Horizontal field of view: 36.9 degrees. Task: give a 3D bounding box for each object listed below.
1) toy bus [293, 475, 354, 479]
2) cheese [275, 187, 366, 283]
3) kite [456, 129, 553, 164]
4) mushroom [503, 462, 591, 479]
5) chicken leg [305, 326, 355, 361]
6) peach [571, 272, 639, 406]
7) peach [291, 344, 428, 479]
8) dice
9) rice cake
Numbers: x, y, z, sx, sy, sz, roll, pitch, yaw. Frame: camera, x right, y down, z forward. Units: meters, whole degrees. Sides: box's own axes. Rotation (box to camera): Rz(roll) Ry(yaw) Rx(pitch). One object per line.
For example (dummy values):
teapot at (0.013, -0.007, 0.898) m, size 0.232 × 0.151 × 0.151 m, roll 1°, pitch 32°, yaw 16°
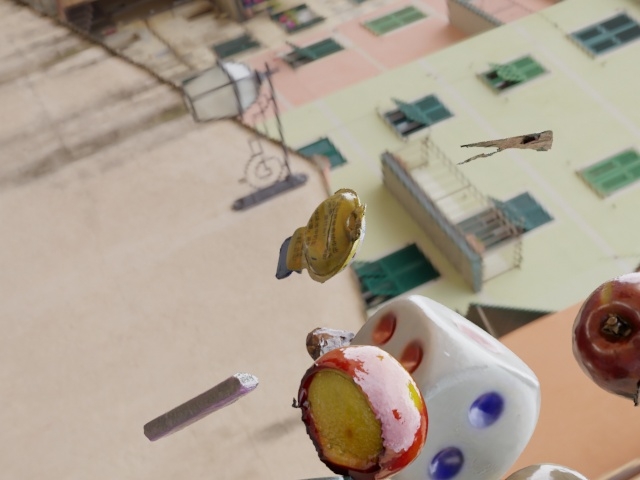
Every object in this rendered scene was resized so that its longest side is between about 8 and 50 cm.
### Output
toy bus at (0.006, 0.465, 1.489) m, size 0.275 × 0.138 × 0.167 m, roll 64°, pitch 19°, yaw -61°
cheese at (0.000, 0.000, 1.489) m, size 0.250 × 0.064 × 0.157 m, roll -23°, pitch -130°, yaw 54°
kite at (0.349, -0.172, 1.812) m, size 0.250 × 0.229 × 0.012 m, roll -15°, pitch -103°, yaw 55°
mushroom at (0.372, 0.572, 1.696) m, size 0.294 × 0.362 × 0.362 m, roll 0°, pitch -63°, yaw 45°
chicken leg at (0.095, 0.299, 2.634) m, size 0.093 × 0.304 × 0.113 m, roll -46°, pitch -135°, yaw 51°
peach at (0.625, 0.173, 1.908) m, size 0.201 × 0.361 × 0.258 m, roll 35°, pitch -72°, yaw 29°
peach at (0.062, 0.267, 1.492) m, size 0.226 × 0.196 × 0.190 m, roll 40°, pitch 4°, yaw -41°
dice at (0.224, 0.310, 1.888) m, size 0.304 × 0.304 × 0.277 m, roll 29°, pitch 11°, yaw -32°
rice cake at (-0.175, 0.241, 1.392) m, size 0.036 × 0.206 × 0.047 m, roll 63°, pitch 26°, yaw 6°
